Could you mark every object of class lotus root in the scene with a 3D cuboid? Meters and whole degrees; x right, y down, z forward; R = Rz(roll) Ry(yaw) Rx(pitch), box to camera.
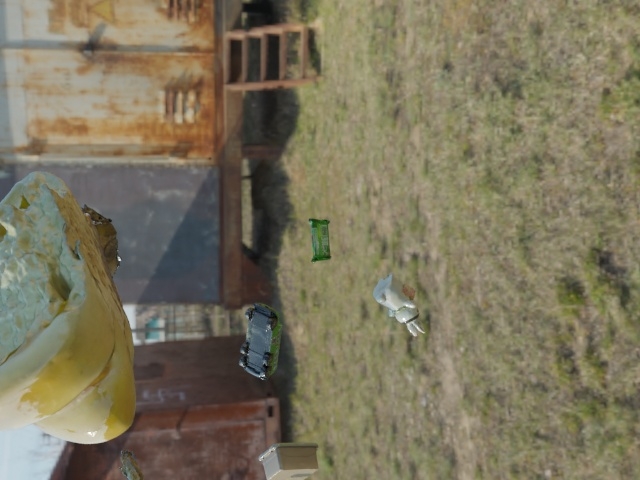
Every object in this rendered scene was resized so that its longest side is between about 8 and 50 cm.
[{"bbox_3d":[-0.521,0.054,1.566,0.329,0.167,0.078,-57,11,44],"label":"lotus root"}]

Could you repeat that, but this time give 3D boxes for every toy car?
[{"bbox_3d":[-0.119,0.206,1.532,0.062,0.071,0.165,-27,-48,-54],"label":"toy car"}]

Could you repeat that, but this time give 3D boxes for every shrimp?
[{"bbox_3d":[-0.519,0.636,1.940,0.124,0.034,0.178,-52,39,-1],"label":"shrimp"}]

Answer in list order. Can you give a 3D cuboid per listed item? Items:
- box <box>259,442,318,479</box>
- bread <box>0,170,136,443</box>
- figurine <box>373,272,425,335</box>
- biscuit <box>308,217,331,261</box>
[{"bbox_3d":[-0.067,0.501,1.661,0.089,0.122,0.062,-48,43,39],"label":"box"},{"bbox_3d":[-0.393,0.086,1.079,0.329,0.245,0.424,-55,40,17],"label":"bread"},{"bbox_3d":[0.200,0.142,1.707,0.098,0.146,0.081,-56,17,-21],"label":"figurine"},{"bbox_3d":[0.000,0.000,1.493,0.016,0.046,0.089,153,115,-64],"label":"biscuit"}]
